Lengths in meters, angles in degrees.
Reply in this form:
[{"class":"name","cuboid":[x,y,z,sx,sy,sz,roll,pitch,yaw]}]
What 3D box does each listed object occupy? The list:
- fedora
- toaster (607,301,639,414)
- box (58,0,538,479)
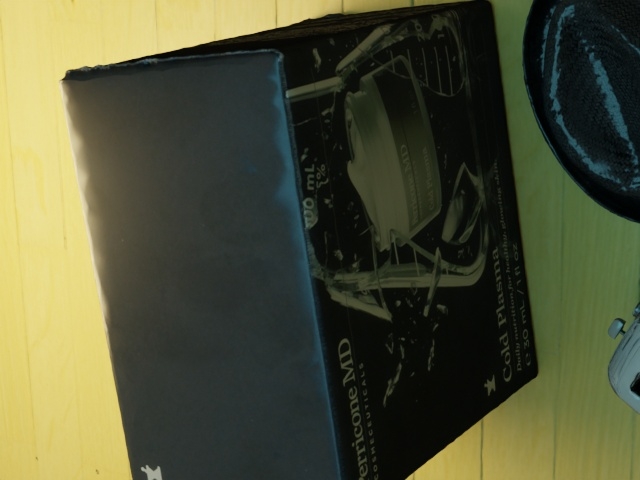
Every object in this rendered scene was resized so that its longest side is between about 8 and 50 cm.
[{"class":"fedora","cuboid":[0.335,-0.166,1.521,0.334,0.152,0.334,10,109,31]},{"class":"toaster","cuboid":[0.425,0.148,1.556,0.227,0.146,0.129,37,122,20]},{"class":"box","cuboid":[0.000,0.000,1.598,0.297,0.471,0.480,-1,103,34]}]
